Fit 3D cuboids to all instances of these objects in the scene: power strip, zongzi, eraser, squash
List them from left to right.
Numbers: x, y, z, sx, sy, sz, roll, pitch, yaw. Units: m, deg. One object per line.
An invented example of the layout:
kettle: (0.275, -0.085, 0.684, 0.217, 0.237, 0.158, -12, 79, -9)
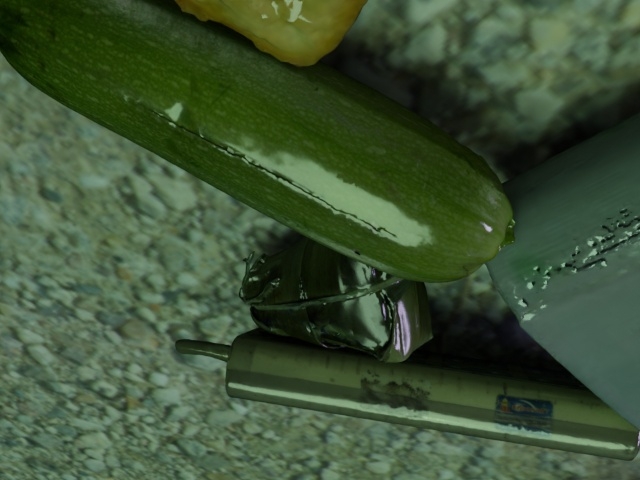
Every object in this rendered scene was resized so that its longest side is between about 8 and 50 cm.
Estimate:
squash: (-0.027, -0.051, 0.365, 0.239, 0.069, 0.069, 28, 138, 0)
zongzi: (0.000, 0.000, 0.451, 0.109, 0.055, 0.119, 7, 119, 32)
power strip: (0.045, 0.081, 0.496, 0.268, 0.034, 0.092, 8, -179, 9)
eraser: (0.204, -0.005, 0.353, 0.174, 0.081, 0.227, 42, 133, -22)

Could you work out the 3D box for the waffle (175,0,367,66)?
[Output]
waffle: (-0.006, -0.183, 0.236, 0.168, 0.057, 0.274, 28, 137, -15)
